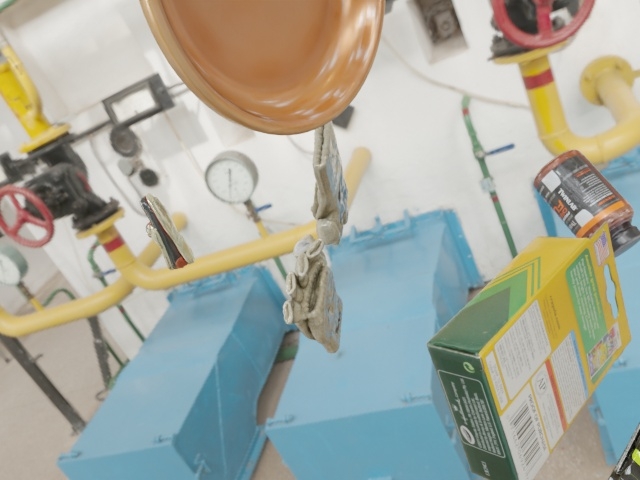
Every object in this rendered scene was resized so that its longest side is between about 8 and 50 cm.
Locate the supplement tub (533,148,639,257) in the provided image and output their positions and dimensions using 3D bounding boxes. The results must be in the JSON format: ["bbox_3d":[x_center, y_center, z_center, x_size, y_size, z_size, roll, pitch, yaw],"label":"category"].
[{"bbox_3d":[0.486,-0.063,1.045,0.106,0.106,0.198,-29,65,-4],"label":"supplement tub"}]

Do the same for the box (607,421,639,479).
[{"bbox_3d":[0.212,0.105,0.204,0.045,0.184,0.190,9,16,-27],"label":"box"}]

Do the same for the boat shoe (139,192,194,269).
[{"bbox_3d":[-0.242,-0.011,0.885,0.043,0.137,0.049,-19,35,7],"label":"boat shoe"}]

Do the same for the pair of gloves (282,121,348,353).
[{"bbox_3d":[0.000,0.000,0.673,0.042,0.204,0.240,2,73,10],"label":"pair of gloves"}]

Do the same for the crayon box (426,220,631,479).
[{"bbox_3d":[0.290,0.134,0.762,0.322,0.203,0.083,-34,22,-33],"label":"crayon box"}]

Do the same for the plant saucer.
[{"bbox_3d":[-0.032,-0.167,0.361,0.037,0.200,0.200,11,44,43],"label":"plant saucer"}]
